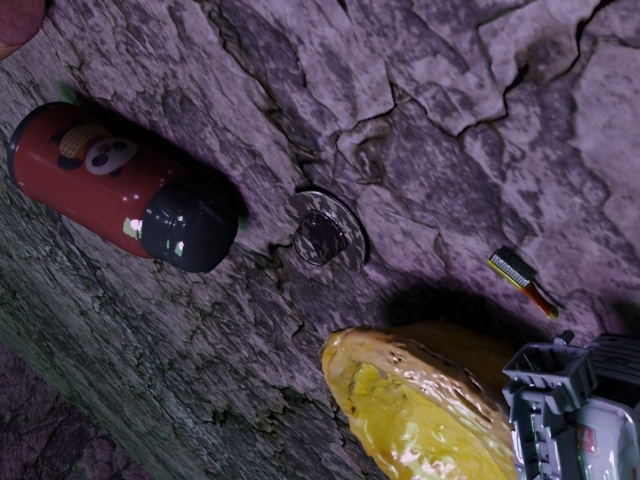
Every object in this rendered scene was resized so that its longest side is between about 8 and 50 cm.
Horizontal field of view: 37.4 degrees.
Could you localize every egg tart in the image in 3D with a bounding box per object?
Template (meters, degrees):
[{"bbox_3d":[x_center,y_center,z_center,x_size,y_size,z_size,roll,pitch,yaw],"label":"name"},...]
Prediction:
[{"bbox_3d":[0.151,0.197,1.034,0.345,0.132,0.345,34,152,21],"label":"egg tart"}]

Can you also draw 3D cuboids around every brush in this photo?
[{"bbox_3d":[0.190,0.040,0.870,0.083,0.019,0.021,45,145,4],"label":"brush"}]

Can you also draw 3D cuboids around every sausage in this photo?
[{"bbox_3d":[-0.444,-0.282,1.210,0.252,0.123,0.123,-3,128,56],"label":"sausage"}]

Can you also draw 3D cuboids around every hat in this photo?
[{"bbox_3d":[0.000,0.000,1.057,0.121,0.050,0.121,33,154,18],"label":"hat"}]

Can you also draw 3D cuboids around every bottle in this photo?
[{"bbox_3d":[-0.252,-0.064,1.240,0.336,0.144,0.144,26,149,29],"label":"bottle"}]

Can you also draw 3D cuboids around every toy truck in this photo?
[{"bbox_3d":[0.254,0.234,0.816,0.133,0.184,0.339,7,114,52],"label":"toy truck"}]
